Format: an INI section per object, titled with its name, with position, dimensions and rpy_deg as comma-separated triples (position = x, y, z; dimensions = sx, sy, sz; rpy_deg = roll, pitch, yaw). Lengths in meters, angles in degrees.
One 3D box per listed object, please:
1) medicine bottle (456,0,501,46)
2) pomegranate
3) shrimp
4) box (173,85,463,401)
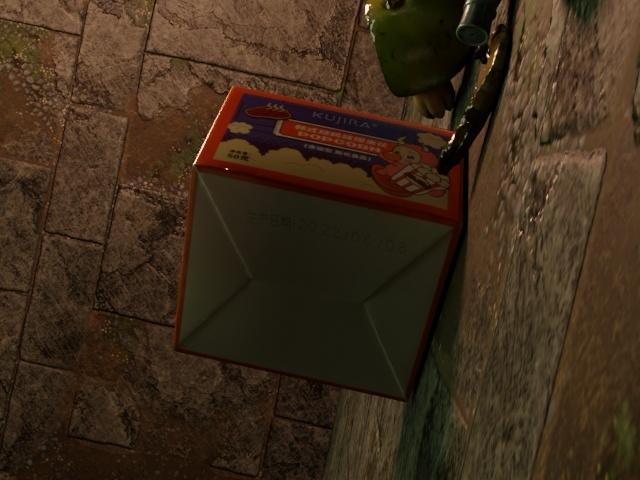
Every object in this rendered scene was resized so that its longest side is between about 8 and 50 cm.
[medicine bottle]
position = 0.216, -0.339, 1.208
dimensions = 0.090, 0.053, 0.209
rpy_deg = 104, -175, -65
[pomegranate]
position = 0.179, -0.313, 1.567
dimensions = 0.190, 0.159, 0.241
rpy_deg = -50, -54, -71
[shrimp]
position = 0.193, -0.185, 1.206
dimensions = 0.148, 0.035, 0.195
rpy_deg = -83, 14, -57
[box]
position = 0.000, 0.000, 1.341
dimensions = 0.257, 0.348, 0.319
rpy_deg = -76, -3, -57
